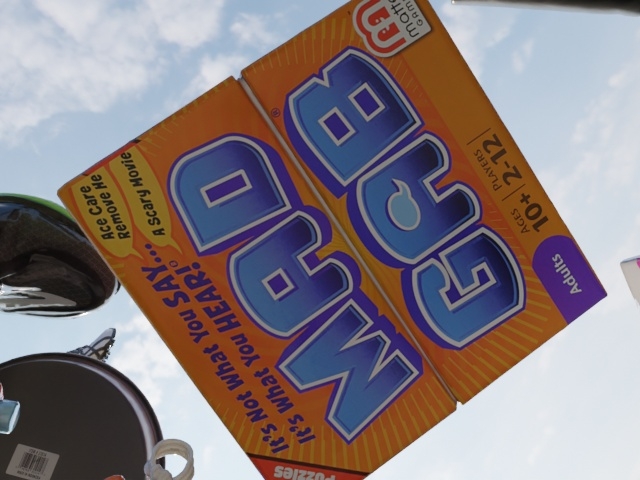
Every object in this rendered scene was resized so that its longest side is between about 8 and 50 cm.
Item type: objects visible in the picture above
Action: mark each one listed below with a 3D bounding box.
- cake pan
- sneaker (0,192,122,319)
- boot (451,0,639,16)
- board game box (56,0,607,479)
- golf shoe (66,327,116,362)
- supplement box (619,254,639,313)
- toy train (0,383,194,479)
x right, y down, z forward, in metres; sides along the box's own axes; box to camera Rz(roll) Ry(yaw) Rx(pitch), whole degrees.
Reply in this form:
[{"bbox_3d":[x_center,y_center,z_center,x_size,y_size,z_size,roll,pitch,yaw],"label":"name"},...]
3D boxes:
[{"bbox_3d":[-0.332,0.270,0.769,0.293,0.293,0.054,-37,-12,-23],"label":"cake pan"},{"bbox_3d":[-0.460,0.029,0.738,0.483,0.202,0.185,17,-60,-37],"label":"sneaker"},{"bbox_3d":[0.420,-0.374,1.016,0.146,0.445,0.367,88,-162,-65],"label":"boot"},{"bbox_3d":[0.000,0.000,0.736,0.356,0.356,0.356,-35,-83,-7],"label":"board game box"},{"bbox_3d":[-0.511,0.252,1.415,0.077,0.094,0.198,-60,7,37],"label":"golf shoe"},{"bbox_3d":[0.315,0.023,0.381,0.220,0.113,0.111,-18,-8,7],"label":"supplement box"},{"bbox_3d":[-0.154,0.124,0.351,0.046,0.166,0.125,109,175,-45],"label":"toy train"}]
